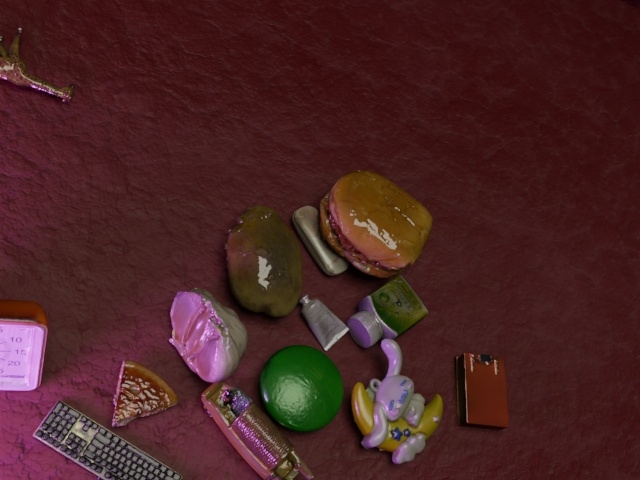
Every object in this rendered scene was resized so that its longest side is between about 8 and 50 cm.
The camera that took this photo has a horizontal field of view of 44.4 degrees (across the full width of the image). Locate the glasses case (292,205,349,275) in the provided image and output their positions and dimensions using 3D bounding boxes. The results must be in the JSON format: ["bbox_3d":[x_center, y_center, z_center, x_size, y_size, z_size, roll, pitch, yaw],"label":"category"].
[{"bbox_3d":[0.000,0.000,2.056,0.081,0.051,0.204,-27,78,-36],"label":"glasses case"}]

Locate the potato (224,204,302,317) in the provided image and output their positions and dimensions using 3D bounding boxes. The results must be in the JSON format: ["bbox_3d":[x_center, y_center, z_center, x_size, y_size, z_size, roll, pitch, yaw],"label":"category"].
[{"bbox_3d":[-0.138,0.046,1.927,0.191,0.141,0.296,1,63,-25],"label":"potato"}]

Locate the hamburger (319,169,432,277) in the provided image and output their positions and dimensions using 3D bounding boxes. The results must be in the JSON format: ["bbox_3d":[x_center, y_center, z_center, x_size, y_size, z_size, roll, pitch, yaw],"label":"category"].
[{"bbox_3d":[0.144,-0.055,2.053,0.318,0.158,0.319,19,47,-22],"label":"hamburger"}]

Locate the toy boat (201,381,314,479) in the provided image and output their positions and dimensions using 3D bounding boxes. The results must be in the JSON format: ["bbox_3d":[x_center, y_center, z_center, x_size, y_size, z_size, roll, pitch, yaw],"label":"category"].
[{"bbox_3d":[-0.140,0.435,1.747,0.089,0.115,0.310,-37,83,-32],"label":"toy boat"}]

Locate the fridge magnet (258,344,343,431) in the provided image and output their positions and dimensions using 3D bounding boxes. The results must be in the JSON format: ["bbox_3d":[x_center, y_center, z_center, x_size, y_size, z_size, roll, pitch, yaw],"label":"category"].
[{"bbox_3d":[-0.045,0.347,1.846,0.208,0.088,0.208,9,63,-19],"label":"fridge magnet"}]

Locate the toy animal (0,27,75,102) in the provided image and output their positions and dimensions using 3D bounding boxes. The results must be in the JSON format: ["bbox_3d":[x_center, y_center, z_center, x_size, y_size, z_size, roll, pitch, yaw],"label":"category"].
[{"bbox_3d":[-0.745,-0.429,1.956,0.275,0.054,0.149,44,54,6],"label":"toy animal"}]

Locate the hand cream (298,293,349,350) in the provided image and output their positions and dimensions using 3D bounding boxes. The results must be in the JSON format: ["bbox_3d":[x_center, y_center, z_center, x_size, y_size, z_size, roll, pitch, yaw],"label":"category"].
[{"bbox_3d":[-0.002,0.196,1.966,0.084,0.053,0.142,-41,95,-19],"label":"hand cream"}]

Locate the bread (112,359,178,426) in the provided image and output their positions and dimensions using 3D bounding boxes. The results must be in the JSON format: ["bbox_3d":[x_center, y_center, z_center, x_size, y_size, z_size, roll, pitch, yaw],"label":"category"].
[{"bbox_3d":[-0.407,0.325,1.726,0.154,0.054,0.136,-16,74,-34],"label":"bread"}]

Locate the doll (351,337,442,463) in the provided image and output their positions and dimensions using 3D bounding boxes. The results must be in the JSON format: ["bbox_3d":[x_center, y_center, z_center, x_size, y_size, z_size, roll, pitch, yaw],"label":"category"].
[{"bbox_3d":[0.183,0.400,1.898,0.237,0.111,0.252,39,68,-4],"label":"doll"}]

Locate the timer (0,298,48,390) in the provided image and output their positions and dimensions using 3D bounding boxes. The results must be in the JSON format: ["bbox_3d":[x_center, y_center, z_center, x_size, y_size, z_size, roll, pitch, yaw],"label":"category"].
[{"bbox_3d":[-0.682,0.188,1.561,0.257,0.250,0.161,6,63,-20],"label":"timer"}]

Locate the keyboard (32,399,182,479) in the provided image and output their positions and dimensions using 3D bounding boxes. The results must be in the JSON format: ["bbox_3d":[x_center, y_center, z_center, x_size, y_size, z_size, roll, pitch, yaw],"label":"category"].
[{"bbox_3d":[-0.448,0.460,1.659,0.317,0.027,0.106,33,57,-5],"label":"keyboard"}]

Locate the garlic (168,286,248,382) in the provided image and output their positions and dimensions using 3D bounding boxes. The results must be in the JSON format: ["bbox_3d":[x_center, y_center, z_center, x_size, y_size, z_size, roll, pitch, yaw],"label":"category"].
[{"bbox_3d":[-0.238,0.208,1.789,0.142,0.178,0.229,-1,49,-39],"label":"garlic"}]

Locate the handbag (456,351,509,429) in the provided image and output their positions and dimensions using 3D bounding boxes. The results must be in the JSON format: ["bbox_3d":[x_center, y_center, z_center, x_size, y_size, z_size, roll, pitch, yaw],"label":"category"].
[{"bbox_3d":[0.419,0.389,2.039,0.127,0.063,0.190,9,66,-18],"label":"handbag"}]

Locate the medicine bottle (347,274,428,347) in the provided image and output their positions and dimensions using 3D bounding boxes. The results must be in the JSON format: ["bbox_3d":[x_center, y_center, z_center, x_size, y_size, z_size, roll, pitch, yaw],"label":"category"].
[{"bbox_3d":[0.164,0.192,2.009,0.188,0.088,0.132,-31,80,-32],"label":"medicine bottle"}]
